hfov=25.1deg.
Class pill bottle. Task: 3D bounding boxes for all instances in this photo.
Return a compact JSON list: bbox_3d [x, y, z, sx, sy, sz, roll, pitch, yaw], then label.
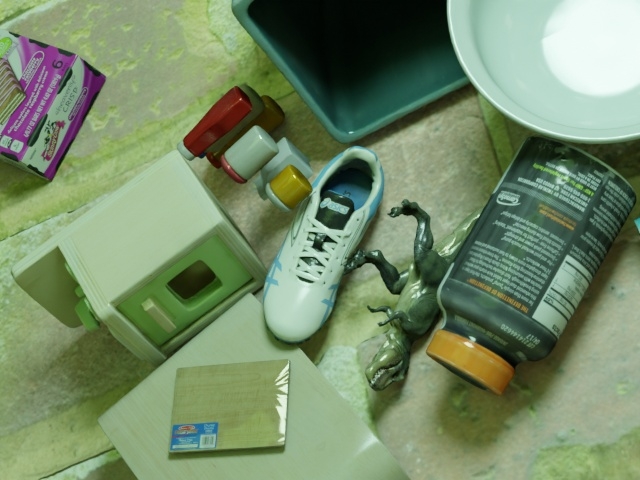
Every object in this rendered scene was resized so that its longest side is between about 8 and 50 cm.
[{"bbox_3d":[0.200,0.029,1.423,0.130,0.130,0.246,27,82,34],"label":"pill bottle"}]

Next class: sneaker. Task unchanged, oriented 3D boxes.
[{"bbox_3d":[0.000,0.000,1.546,0.085,0.086,0.237,20,67,10],"label":"sneaker"}]

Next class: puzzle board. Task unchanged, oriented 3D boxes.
[{"bbox_3d":[-0.094,0.174,1.497,0.128,0.011,0.096,-6,60,17],"label":"puzzle board"}]

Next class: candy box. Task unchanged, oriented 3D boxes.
[{"bbox_3d":[-0.415,-0.190,1.885,0.233,0.071,0.159,20,80,34],"label":"candy box"}]

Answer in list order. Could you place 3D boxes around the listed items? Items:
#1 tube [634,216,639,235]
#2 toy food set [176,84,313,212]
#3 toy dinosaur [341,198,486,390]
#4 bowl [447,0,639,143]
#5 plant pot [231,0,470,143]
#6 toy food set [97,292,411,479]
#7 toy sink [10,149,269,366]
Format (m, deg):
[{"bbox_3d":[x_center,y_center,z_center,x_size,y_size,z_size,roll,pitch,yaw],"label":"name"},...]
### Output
[{"bbox_3d":[0.411,-0.039,1.396,0.207,0.052,0.080,-26,70,10],"label":"tube"},{"bbox_3d":[-0.090,-0.094,1.607,0.104,0.111,0.232,-41,33,12],"label":"toy food set"},{"bbox_3d":[0.102,0.026,1.506,0.118,0.064,0.268,37,83,-8],"label":"toy dinosaur"},{"bbox_3d":[0.282,-0.217,1.438,0.298,0.134,0.298,-3,74,12],"label":"bowl"},{"bbox_3d":[0.055,-0.313,1.596,0.247,0.248,0.252,-25,46,17],"label":"plant pot"},{"bbox_3d":[-0.076,0.222,1.525,0.220,0.092,0.306,-39,57,-6],"label":"toy food set"},{"bbox_3d":[-0.198,0.041,1.601,0.234,0.153,0.131,-35,56,0],"label":"toy sink"}]
